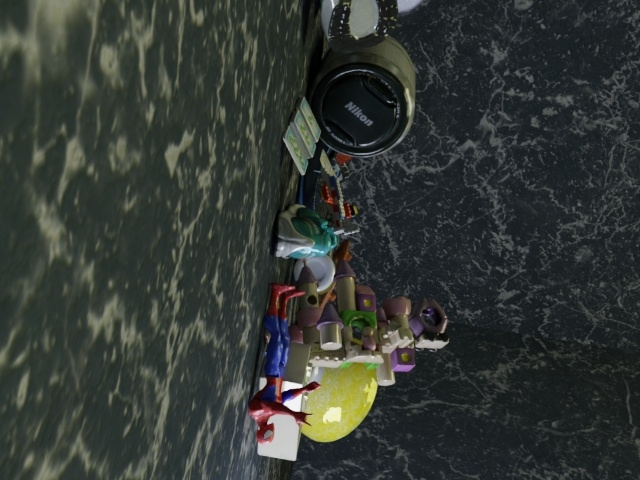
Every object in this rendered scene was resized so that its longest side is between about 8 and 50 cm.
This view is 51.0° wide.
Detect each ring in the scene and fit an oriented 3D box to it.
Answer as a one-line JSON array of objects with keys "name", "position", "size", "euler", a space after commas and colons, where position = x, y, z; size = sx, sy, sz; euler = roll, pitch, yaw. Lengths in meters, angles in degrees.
[{"name": "ring", "position": [0.011, 0.151, 1.934], "size": [0.336, 0.032, 0.336], "euler": [-61, -175, 10]}]

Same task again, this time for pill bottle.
[{"name": "pill bottle", "position": [-0.012, 0.086, 1.706], "size": [0.184, 0.103, 0.103], "euler": [73, 26, -82]}]

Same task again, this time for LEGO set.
[{"name": "LEGO set", "position": [0.018, -0.122, 1.198], "size": [0.182, 0.060, 0.244], "euler": [-76, 144, -57]}]

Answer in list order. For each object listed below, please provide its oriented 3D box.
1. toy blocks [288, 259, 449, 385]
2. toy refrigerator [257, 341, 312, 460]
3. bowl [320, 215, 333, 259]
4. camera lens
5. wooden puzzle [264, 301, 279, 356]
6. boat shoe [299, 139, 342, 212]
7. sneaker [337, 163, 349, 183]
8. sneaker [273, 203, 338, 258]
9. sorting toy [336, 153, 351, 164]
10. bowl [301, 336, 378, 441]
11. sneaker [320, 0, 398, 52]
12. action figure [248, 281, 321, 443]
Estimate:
[{"name": "toy blocks", "position": [0.083, 0.150, 1.485], "size": [0.309, 0.289, 0.259], "euler": [123, -31, -56]}, {"name": "toy refrigerator", "position": [-0.073, 0.334, 1.389], "size": [0.102, 0.094, 0.269], "euler": [-77, 174, -50]}, {"name": "bowl", "position": [0.000, 0.000, 1.896], "size": [0.170, 0.080, 0.170], "euler": [9, 90, -86]}, {"name": "camera lens", "position": [0.094, -0.321, 1.447], "size": [0.274, 0.220, 0.219], "euler": [-76, 174, -58]}, {"name": "wooden puzzle", "position": [-0.095, 0.163, 1.277], "size": [0.078, 0.014, 0.116], "euler": [87, 11, -54]}, {"name": "boat shoe", "position": [0.008, -0.168, 1.505], "size": [0.109, 0.089, 0.258], "euler": [91, 9, -67]}, {"name": "sneaker", "position": [0.022, -0.243, 1.814], "size": [0.208, 0.082, 0.094], "euler": [81, -13, -55]}, {"name": "sneaker", "position": [-0.021, -0.005, 1.264], "size": [0.275, 0.110, 0.106], "euler": [-65, 163, -81]}, {"name": "sorting toy", "position": [0.091, -0.373, 1.673], "size": [0.127, 0.126, 0.365], "euler": [3, 90, -52]}, {"name": "bowl", "position": [-0.009, 0.361, 1.751], "size": [0.156, 0.290, 0.289], "euler": [36, 52, -38]}, {"name": "sneaker", "position": [0.028, -0.488, 1.051], "size": [0.410, 0.158, 0.182], "euler": [89, -21, -62]}, {"name": "action figure", "position": [-0.047, 0.225, 1.190], "size": [0.091, 0.139, 0.280], "euler": [36, 63, -66]}]
